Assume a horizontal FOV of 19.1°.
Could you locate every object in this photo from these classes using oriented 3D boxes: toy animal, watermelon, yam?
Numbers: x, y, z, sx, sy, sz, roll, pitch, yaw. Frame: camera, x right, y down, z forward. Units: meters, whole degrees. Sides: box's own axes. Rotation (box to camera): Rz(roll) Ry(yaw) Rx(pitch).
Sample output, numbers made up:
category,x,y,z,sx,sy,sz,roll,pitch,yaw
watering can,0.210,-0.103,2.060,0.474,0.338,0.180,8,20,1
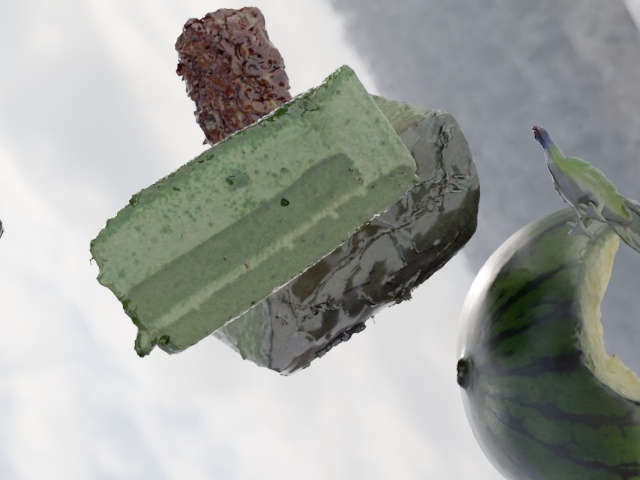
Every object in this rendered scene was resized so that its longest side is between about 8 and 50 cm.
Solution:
category,x,y,z,sx,sy,sz,roll,pitch,yaw
toy animal,0.250,-0.014,1.616,0.217,0.041,0.075,43,-147,6
watermelon,0.226,0.118,1.935,0.331,0.189,0.331,-171,90,-84
yam,-0.001,0.003,1.846,0.202,0.271,0.201,22,136,50

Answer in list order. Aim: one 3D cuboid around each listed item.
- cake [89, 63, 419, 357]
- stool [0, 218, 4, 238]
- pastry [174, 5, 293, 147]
category,x,y,z,sx,sy,sz,roll,pitch,yaw
cake,-0.039,-0.021,1.206,0.100,0.099,0.235,56,-139,-2
stool,-0.382,0.057,1.141,0.297,0.330,0.297,32,171,6
pastry,-0.092,-0.171,2.217,0.097,0.115,0.208,-21,-91,-51
